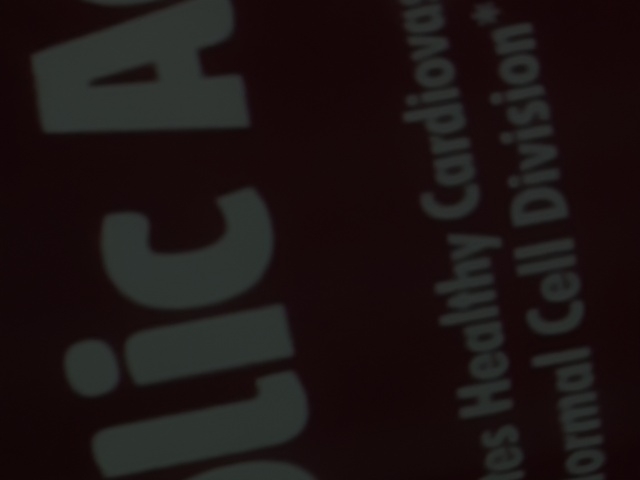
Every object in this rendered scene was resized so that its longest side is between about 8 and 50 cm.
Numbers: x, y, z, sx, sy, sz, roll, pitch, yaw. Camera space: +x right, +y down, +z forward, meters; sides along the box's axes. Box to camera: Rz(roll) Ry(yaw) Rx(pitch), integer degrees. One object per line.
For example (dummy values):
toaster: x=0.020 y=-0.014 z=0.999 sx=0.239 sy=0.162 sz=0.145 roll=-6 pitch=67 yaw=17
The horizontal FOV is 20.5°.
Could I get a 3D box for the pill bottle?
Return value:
pill bottle: x=-0.055 y=0.006 z=0.422 sx=0.224 sy=0.392 sz=0.224 roll=169 pitch=90 yaw=-89
